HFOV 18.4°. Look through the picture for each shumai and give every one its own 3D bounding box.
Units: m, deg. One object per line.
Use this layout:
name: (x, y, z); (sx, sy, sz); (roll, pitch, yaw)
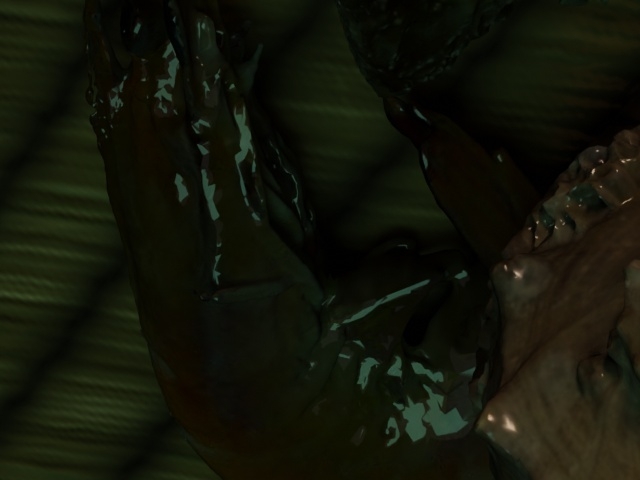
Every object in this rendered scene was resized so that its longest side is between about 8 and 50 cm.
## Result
shumai: (0.038, -0.098, 0.528); (0.087, 0.099, 0.124); (-16, 161, 4)

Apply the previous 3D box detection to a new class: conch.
conch: (0.135, 0.042, 0.586); (0.178, 0.163, 0.245); (-13, 153, 5)

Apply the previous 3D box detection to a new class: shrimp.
shrimp: (0.000, 0.000, 0.630); (0.150, 0.068, 0.248); (-23, 126, 9)
